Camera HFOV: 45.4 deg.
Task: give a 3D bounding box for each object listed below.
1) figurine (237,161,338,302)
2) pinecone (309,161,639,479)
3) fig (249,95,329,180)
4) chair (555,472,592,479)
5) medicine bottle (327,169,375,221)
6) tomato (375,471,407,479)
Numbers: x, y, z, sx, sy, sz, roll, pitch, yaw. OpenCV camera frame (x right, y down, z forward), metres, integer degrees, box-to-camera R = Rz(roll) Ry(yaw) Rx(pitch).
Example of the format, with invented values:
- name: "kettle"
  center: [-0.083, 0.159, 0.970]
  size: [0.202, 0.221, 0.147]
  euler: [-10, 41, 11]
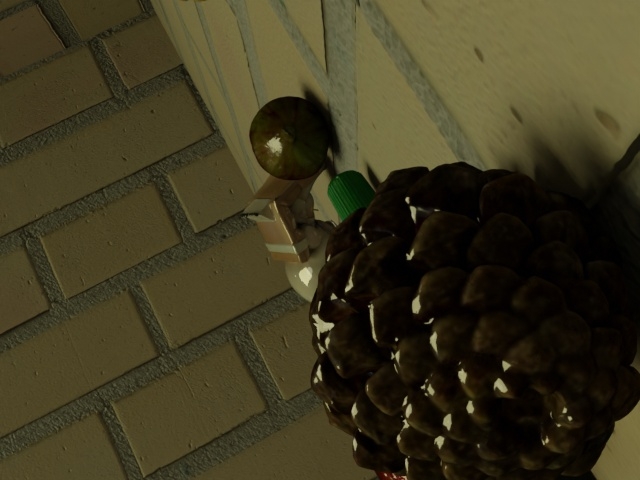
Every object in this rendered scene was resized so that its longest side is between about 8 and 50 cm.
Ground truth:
- name: "figurine"
  center: [-0.002, 0.003, 1.108]
  size: [0.237, 0.141, 0.162]
  euler: [55, 154, -17]
- name: "pinecone"
  center: [0.082, 0.040, 0.435]
  size: [0.204, 0.179, 0.184]
  euler: [-98, 10, -55]
- name: "fig"
  center: [-0.040, -0.131, 0.957]
  size: [0.109, 0.103, 0.154]
  euler: [40, 180, 4]
- name: "chair"
  center: [0.176, 0.253, 0.626]
  size: [0.141, 0.154, 0.260]
  euler: [59, 175, 27]
- name: "medicine bottle"
  center: [0.082, 0.030, 0.809]
  size: [0.260, 0.064, 0.095]
  euler: [59, 170, 29]
- name: "tomato"
  center: [0.138, 0.289, 1.065]
  size: [0.200, 0.139, 0.233]
  euler: [55, 171, 15]
